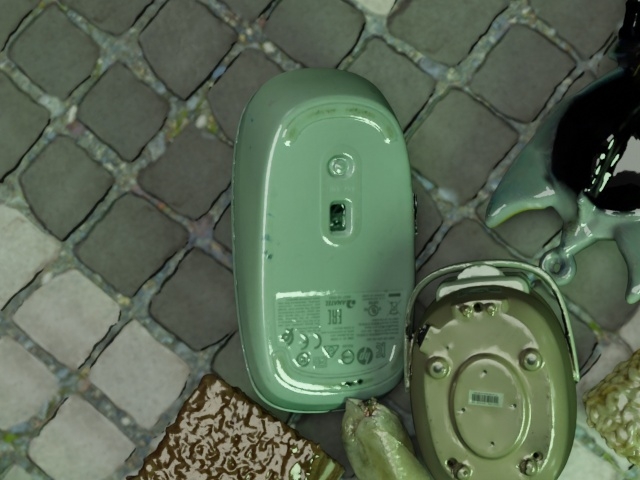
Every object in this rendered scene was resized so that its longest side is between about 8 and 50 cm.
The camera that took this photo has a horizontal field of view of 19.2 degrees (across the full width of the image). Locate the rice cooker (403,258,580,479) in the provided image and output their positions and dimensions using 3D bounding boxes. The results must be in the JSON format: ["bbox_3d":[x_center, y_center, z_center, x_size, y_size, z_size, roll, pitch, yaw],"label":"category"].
[{"bbox_3d":[0.140,0.121,1.552,0.145,0.127,0.206,-5,99,8],"label":"rice cooker"}]

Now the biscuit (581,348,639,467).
[{"bbox_3d":[0.298,0.113,1.566,0.168,0.070,0.082,-40,71,3],"label":"biscuit"}]

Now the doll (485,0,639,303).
[{"bbox_3d":[0.264,-0.104,1.575,0.145,0.103,0.316,28,92,-2],"label":"doll"}]

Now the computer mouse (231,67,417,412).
[{"bbox_3d":[-0.003,-0.001,1.597,0.159,0.097,0.288,-3,97,-26],"label":"computer mouse"}]

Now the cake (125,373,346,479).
[{"bbox_3d":[-0.068,0.197,1.561,0.134,0.147,0.135,35,88,8],"label":"cake"}]

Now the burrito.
[{"bbox_3d":[0.069,0.213,1.577,0.058,0.045,0.188,-25,94,4],"label":"burrito"}]
